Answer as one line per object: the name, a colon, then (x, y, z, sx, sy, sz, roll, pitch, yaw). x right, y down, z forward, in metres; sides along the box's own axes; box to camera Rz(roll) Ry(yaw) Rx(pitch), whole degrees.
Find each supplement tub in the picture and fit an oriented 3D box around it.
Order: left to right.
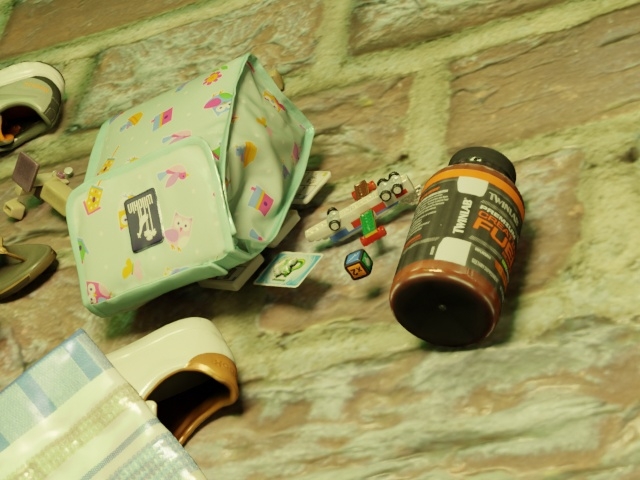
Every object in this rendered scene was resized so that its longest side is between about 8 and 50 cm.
supplement tub: (0.136, -0.002, 1.400, 0.106, 0.106, 0.198, -7, 42, 27)

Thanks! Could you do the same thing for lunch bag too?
lunch bag: (-0.147, -0.047, 1.586, 0.223, 0.160, 0.262, -20, 37, 30)

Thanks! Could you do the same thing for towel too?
towel: (-0.222, 0.233, 1.327, 0.209, 0.034, 0.285, -39, 59, -8)

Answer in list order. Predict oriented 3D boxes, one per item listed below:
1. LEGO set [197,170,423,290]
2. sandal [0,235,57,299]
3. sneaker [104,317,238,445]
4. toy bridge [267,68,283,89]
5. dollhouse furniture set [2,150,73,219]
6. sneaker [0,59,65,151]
LEGO set: (0.000, 0.000, 1.556, 0.244, 0.060, 0.182, 2, 45, 52)
sandal: (-0.411, 0.017, 1.783, 0.219, 0.060, 0.090, 12, 52, 42)
sneaker: (-0.213, 0.179, 1.415, 0.290, 0.106, 0.123, -30, 33, -4)
toy bridge: (-0.082, -0.139, 1.780, 0.063, 0.026, 0.188, -17, 39, 18)
dollhouse furniture set: (-0.327, -0.049, 1.852, 0.114, 0.091, 0.081, 36, 26, 29)
sneaker: (-0.479, -0.157, 2.012, 0.271, 0.100, 0.108, -22, 42, 10)
